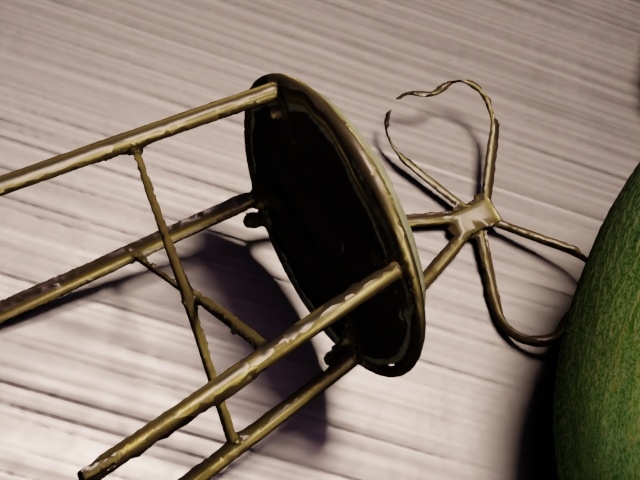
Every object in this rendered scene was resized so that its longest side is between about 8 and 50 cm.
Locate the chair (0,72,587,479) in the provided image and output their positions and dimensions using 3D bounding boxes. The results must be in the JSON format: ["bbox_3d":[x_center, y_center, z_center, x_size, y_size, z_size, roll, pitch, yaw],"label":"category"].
[{"bbox_3d":[0.000,0.000,0.589,0.325,0.170,0.160,-25,70,-22],"label":"chair"}]

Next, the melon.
[{"bbox_3d":[0.209,0.041,0.609,0.182,0.182,0.288,23,71,-5],"label":"melon"}]
